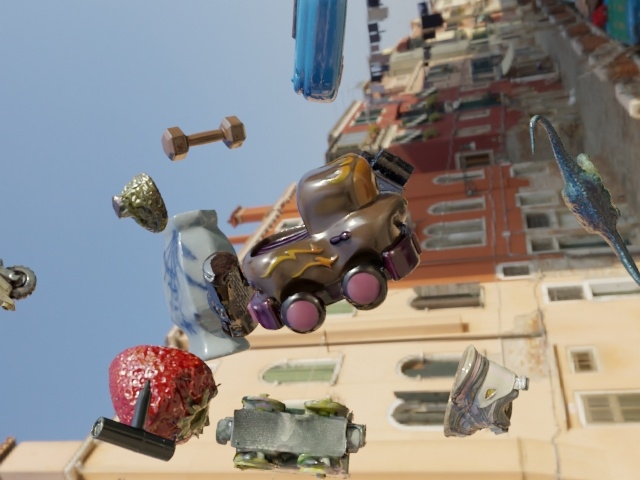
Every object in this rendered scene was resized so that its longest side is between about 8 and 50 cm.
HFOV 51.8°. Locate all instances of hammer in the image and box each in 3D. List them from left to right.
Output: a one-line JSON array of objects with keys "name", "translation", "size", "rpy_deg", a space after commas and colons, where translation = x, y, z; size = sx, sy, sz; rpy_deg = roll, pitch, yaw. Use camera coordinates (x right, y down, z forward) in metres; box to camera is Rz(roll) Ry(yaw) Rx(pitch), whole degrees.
[{"name": "hammer", "translation": [-0.116, 0.053, 1.684], "size": [0.409, 0.095, 0.242], "rpy_deg": [-40, -38, -28]}]

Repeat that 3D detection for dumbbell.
[{"name": "dumbbell", "translation": [-0.318, -0.281, 1.811], "size": [0.231, 0.082, 0.092], "rpy_deg": [-18, -71, -28]}]

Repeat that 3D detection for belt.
[{"name": "belt", "translation": [0.124, -0.127, 1.555], "size": [0.122, 0.128, 0.218], "rpy_deg": [-61, 0, -35]}]

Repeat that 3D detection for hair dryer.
[{"name": "hair dryer", "translation": [-0.389, 0.353, 1.371], "size": [0.173, 0.050, 0.195], "rpy_deg": [35, -160, -36]}]

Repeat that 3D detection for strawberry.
[{"name": "strawberry", "translation": [-0.402, 0.373, 1.612], "size": [0.257, 0.277, 0.257], "rpy_deg": [-50, -26, -35]}]

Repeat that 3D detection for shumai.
[{"name": "shumai", "translation": [-0.361, -0.065, 1.301], "size": [0.087, 0.099, 0.124], "rpy_deg": [-26, -83, -32]}]

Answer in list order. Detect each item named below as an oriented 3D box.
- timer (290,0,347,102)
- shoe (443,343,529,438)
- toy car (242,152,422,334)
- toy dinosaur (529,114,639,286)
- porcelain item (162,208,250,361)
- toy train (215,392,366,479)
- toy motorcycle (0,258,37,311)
[{"name": "timer", "translation": [0.000, -0.470, 1.402], "size": [0.340, 0.115, 0.309], "rpy_deg": [-89, 5, -61]}, {"name": "shoe", "translation": [0.227, 0.218, 0.911], "size": [0.180, 0.092, 0.089], "rpy_deg": [90, -159, -47]}, {"name": "toy car", "translation": [0.000, 0.000, 1.188], "size": [0.240, 0.340, 0.271], "rpy_deg": [63, -171, -11]}, {"name": "toy dinosaur", "translation": [0.455, -0.073, 1.118], "size": [0.363, 0.076, 0.147], "rpy_deg": [53, -160, -12]}, {"name": "porcelain item", "translation": [-0.323, 0.127, 1.833], "size": [0.178, 0.242, 0.405], "rpy_deg": [-8, -98, -34]}, {"name": "toy train", "translation": [-0.049, 0.355, 1.175], "size": [0.177, 0.260, 0.134], "rpy_deg": [87, -172, -63]}, {"name": "toy motorcycle", "translation": [-0.642, 0.068, 1.195], "size": [0.094, 0.229, 0.130], "rpy_deg": [114, 180, -47]}]
